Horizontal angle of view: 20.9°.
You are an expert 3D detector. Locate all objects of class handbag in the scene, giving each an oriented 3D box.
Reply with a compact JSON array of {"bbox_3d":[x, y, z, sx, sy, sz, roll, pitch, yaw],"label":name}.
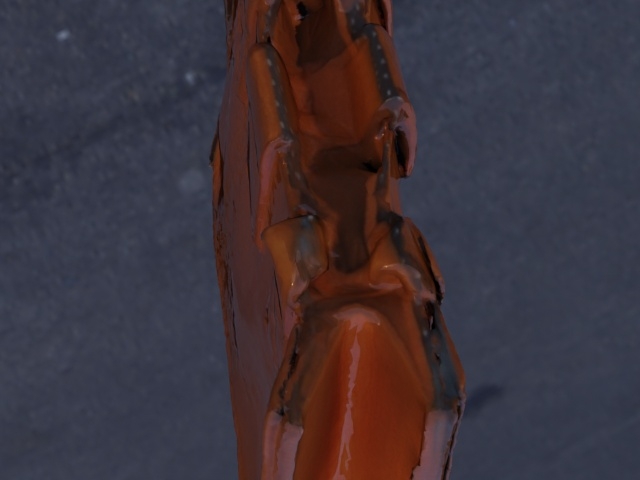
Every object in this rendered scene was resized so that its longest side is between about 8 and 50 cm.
[{"bbox_3d":[0.000,0.000,1.035,0.116,0.410,0.303,-2,144,-7],"label":"handbag"}]
